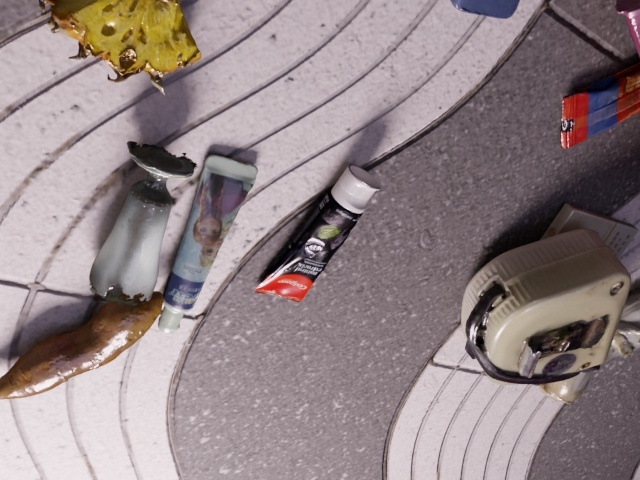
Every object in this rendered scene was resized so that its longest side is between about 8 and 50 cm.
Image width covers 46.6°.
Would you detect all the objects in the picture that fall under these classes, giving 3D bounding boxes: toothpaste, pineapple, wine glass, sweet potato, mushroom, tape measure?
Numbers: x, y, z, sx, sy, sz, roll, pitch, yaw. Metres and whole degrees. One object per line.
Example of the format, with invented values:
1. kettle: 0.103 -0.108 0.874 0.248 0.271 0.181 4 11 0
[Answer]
1. toothpaste: 0.000 0.000 0.871 0.071 0.045 0.193 18 120 -37
2. pineapple: -0.157 -0.193 0.626 0.137 0.069 0.116 10 114 -44
3. toothpaste: -0.132 0.008 0.806 0.061 0.037 0.216 13 112 -34
4. wine glass: -0.179 -0.017 0.737 0.072 0.072 0.155 8 119 -33
5. sweet potato: -0.262 0.119 0.806 0.218 0.051 0.065 -31 137 -3
6. mushroom: 0.483 0.171 1.241 0.278 0.099 0.096 -37 120 7
7. tape measure: 0.312 0.131 1.073 0.231 0.133 0.271 -19 141 -7

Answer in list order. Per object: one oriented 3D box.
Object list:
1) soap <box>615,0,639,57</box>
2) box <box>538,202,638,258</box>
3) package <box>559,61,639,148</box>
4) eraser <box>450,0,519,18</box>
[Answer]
1. soap: 0.504 -0.197 0.860 0.232 0.128 0.359 -21 129 26
2. box: 0.394 0.002 1.101 0.166 0.024 0.090 12 118 -35
3. package: 0.395 -0.189 0.958 0.200 0.022 0.083 -25 132 -9
4. eraser: 0.189 -0.333 0.722 0.081 0.036 0.225 -3 125 -28
